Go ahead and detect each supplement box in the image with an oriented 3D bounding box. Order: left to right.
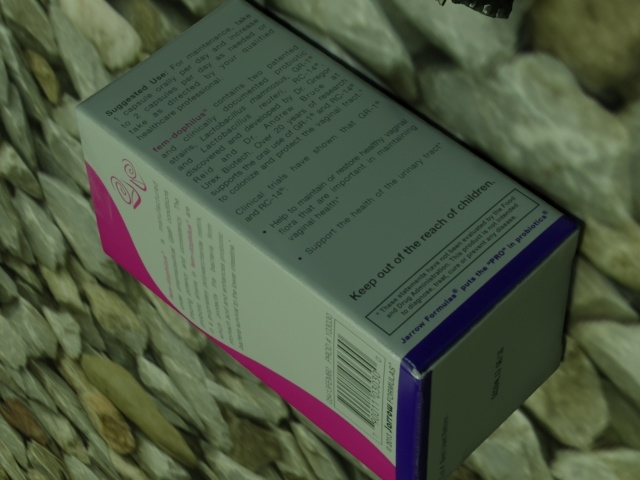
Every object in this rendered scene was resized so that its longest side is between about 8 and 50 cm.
[{"bbox_3d":[0.000,0.000,0.801,0.220,0.114,0.111,36,151,26],"label":"supplement box"}]

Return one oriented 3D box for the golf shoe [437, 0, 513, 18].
[{"bbox_3d":[0.022,-0.158,0.615,0.198,0.094,0.077,38,180,-36],"label":"golf shoe"}]
